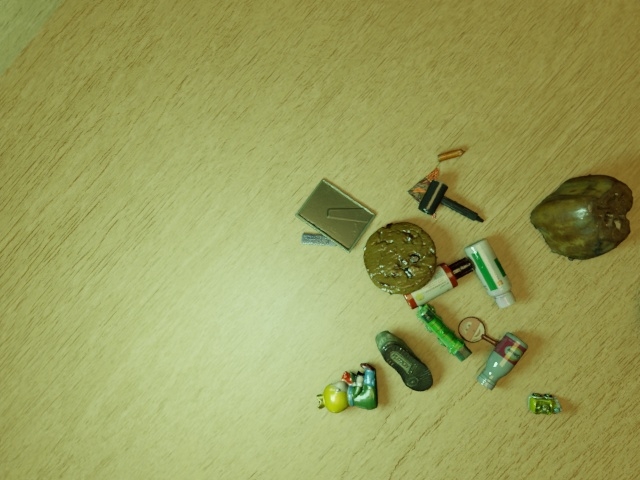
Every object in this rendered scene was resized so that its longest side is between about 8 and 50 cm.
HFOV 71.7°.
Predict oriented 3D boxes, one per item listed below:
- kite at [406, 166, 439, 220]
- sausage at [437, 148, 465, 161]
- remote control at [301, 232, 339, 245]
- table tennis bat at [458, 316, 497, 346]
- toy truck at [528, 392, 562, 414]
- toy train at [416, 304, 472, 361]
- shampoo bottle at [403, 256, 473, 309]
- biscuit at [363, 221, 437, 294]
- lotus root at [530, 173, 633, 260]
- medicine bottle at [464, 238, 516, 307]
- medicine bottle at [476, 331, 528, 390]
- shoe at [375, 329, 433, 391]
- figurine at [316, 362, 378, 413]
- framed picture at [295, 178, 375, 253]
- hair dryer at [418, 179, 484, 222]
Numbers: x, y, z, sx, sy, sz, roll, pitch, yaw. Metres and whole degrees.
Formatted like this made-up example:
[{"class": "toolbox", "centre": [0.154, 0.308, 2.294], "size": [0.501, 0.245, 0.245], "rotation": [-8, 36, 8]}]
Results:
[{"class": "kite", "centre": [0.401, -0.189, 1.744], "size": [0.126, 0.008, 0.221], "rotation": [3, 89, 8]}, {"class": "sausage", "centre": [0.510, -0.334, 1.723], "size": [0.107, 0.031, 0.031], "rotation": [-16, 87, 6]}, {"class": "remote control", "centre": [0.000, 0.000, 1.772], "size": [0.153, 0.027, 0.043], "rotation": [6, 93, 8]}, {"class": "table tennis bat", "centre": [0.606, 0.357, 1.702], "size": [0.155, 0.019, 0.098], "rotation": [31, 92, 9]}, {"class": "toy truck", "centre": [0.834, 0.612, 1.637], "size": [0.111, 0.077, 0.076], "rotation": [2, 89, 6]}, {"class": "toy train", "centre": [0.460, 0.344, 1.667], "size": [0.085, 0.119, 0.251], "rotation": [-44, 86, 4]}, {"class": "shampoo bottle", "centre": [0.443, 0.154, 1.679], "size": [0.278, 0.104, 0.104], "rotation": [-29, 86, 5]}, {"class": "biscuit", "centre": [0.297, 0.060, 1.668], "size": [0.297, 0.075, 0.295], "rotation": [-6, 67, 13]}, {"class": "lotus root", "centre": [0.977, -0.081, 1.580], "size": [0.317, 0.250, 0.315], "rotation": [0, 87, -4]}, {"class": "medicine bottle", "centre": [0.641, 0.124, 1.664], "size": [0.095, 0.095, 0.259], "rotation": [-26, 85, 5]}, {"class": "medicine bottle", "centre": [0.675, 0.453, 1.652], "size": [0.091, 0.090, 0.216], "rotation": [35, 92, 6]}, {"class": "shoe", "centre": [0.316, 0.447, 1.687], "size": [0.109, 0.149, 0.293], "rotation": [-39, 117, 8]}, {"class": "figurine", "centre": [0.099, 0.565, 1.703], "size": [0.235, 0.127, 0.184], "rotation": [-5, 83, 16]}, {"class": "framed picture", "centre": [0.061, -0.099, 1.757], "size": [0.266, 0.018, 0.192], "rotation": [36, 83, 7]}, {"class": "hair dryer", "centre": [0.509, -0.118, 1.699], "size": [0.256, 0.070, 0.128], "rotation": [30, 90, -2]}]
